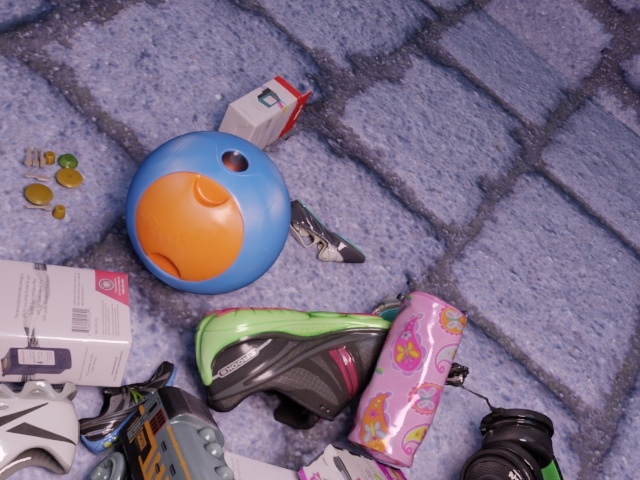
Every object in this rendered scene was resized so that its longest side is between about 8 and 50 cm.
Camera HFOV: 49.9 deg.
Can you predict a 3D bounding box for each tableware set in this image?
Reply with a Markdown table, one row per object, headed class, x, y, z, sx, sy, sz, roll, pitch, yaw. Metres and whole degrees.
| class | x | y | z | sx | sy | sz | roll | pitch | yaw |
| --- | --- | --- | --- | --- | --- | --- | --- | --- | --- |
| tableware set | -0.494 | -0.106 | 1.274 | 0.104 | 0.024 | 0.154 | 6 | 51 | -30 |

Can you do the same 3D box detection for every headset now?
| class | x | y | z | sx | sy | sz | roll | pitch | yaw |
| --- | --- | --- | --- | --- | --- | --- | --- | --- | --- |
| headset | 0.306 | 0.387 | 1.206 | 0.394 | 0.185 | 0.243 | 61 | 34 | -9 |

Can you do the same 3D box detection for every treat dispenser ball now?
| class | x | y | z | sx | sy | sz | roll | pitch | yaw |
| --- | --- | --- | --- | --- | --- | --- | --- | --- | --- |
| treat dispenser ball | -0.195 | -0.048 | 1.212 | 0.288 | 0.288 | 0.288 | 16 | 49 | -18 |

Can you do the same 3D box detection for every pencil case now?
| class | x | y | z | sx | sy | sz | roll | pitch | yaw |
| --- | --- | --- | --- | --- | --- | --- | --- | --- | --- |
| pencil case | 0.145 | 0.225 | 1.140 | 0.124 | 0.124 | 0.284 | 26 | 74 | -10 |

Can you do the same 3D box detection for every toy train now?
| class | x | y | z | sx | sy | sz | roll | pitch | yaw |
| --- | --- | --- | --- | --- | --- | --- | --- | --- | --- |
| toy train | -0.197 | 0.334 | 0.897 | 0.142 | 0.190 | 0.334 | 40 | -2 | -28 |

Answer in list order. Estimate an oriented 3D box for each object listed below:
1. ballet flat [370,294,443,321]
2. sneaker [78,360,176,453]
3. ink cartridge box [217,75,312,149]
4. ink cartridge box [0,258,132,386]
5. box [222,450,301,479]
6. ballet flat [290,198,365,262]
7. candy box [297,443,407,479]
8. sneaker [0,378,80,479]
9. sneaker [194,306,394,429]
| class | x | y | z | sx | sy | sz | roll | pitch | yaw |
| --- | --- | --- | --- | --- | --- | --- | --- | --- | --- |
| ballet flat | 0.176 | 0.146 | 1.426 | 0.221 | 0.077 | 0.079 | 3 | 35 | -33 |
| sneaker | -0.297 | 0.245 | 1.071 | 0.078 | 0.067 | 0.188 | 45 | 48 | 5 |
| ink cartridge box | -0.127 | -0.276 | 1.538 | 0.078 | 0.134 | 0.231 | 41 | 45 | 6 |
| ink cartridge box | -0.419 | 0.124 | 1.047 | 0.237 | 0.100 | 0.172 | 8 | 32 | -24 |
| box | -0.078 | 0.418 | 0.957 | 0.182 | 0.119 | 0.181 | 27 | 20 | -27 |
| ballet flat | 0.000 | 0.000 | 1.444 | 0.203 | 0.074 | 0.074 | 40 | 45 | -4 |
| candy box | 0.084 | 0.408 | 1.027 | 0.233 | 0.071 | 0.159 | 38 | 12 | -48 |
| sneaker | -0.485 | 0.271 | 0.905 | 0.330 | 0.122 | 0.146 | 1 | 53 | -28 |
| sneaker | -0.001 | 0.226 | 1.216 | 0.482 | 0.185 | 0.202 | 7 | 82 | -30 |
